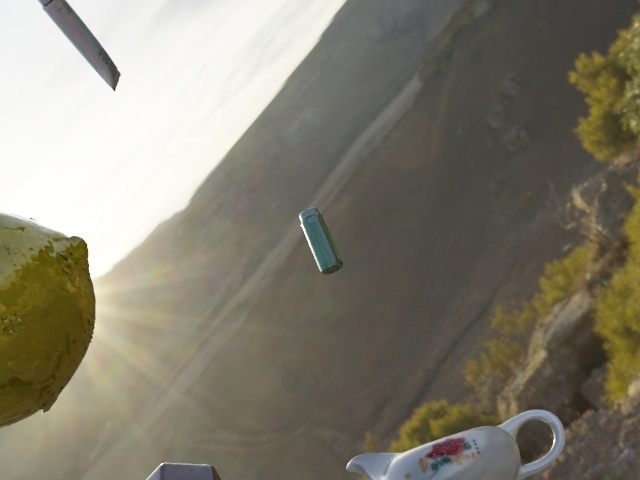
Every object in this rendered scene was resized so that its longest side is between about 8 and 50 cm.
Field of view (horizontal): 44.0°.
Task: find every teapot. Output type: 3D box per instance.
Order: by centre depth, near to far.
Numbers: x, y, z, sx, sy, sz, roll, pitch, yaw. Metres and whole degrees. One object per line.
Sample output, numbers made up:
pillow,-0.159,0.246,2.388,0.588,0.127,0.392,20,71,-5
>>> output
teapot,0.144,0.237,0.814,0.226,0.092,0.145,-19,-20,4

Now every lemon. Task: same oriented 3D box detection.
lemon,-0.280,0.069,0.657,0.206,0.173,0.173,-64,12,-19

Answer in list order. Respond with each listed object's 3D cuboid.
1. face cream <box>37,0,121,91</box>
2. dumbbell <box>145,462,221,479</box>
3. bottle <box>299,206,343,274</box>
face cream,-0.220,-0.188,0.727,0.020,0.115,0.038,-26,35,17
dumbbell,-0.105,0.273,0.619,0.082,0.092,0.231,-19,27,-2
bottle,0.000,0.000,0.987,0.030,0.083,0.030,-20,-20,-8
